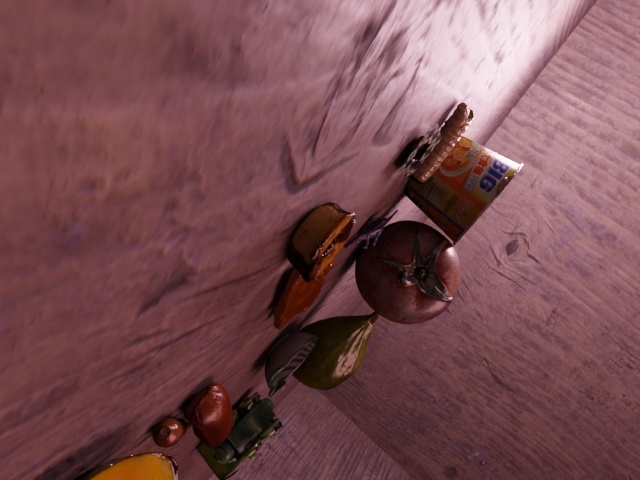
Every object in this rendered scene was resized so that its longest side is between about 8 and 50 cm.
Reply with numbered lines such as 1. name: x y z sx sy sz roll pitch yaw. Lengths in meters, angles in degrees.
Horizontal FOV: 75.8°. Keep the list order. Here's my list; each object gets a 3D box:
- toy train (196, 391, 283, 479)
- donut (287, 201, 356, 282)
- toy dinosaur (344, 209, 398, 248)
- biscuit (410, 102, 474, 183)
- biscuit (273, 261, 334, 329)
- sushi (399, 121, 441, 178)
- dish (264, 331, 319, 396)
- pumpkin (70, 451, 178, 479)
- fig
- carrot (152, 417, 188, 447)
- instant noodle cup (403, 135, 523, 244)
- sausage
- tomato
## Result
1. toy train: -0.252 0.611 1.306 0.188 0.159 0.272 -46 170 26
2. donut: 0.000 0.000 0.657 0.140 0.059 0.140 -47 166 -16
3. toy dinosaur: 0.132 -0.023 1.068 0.197 0.045 0.080 -33 157 -28
4. biscuit: 0.297 -0.234 1.017 0.061 0.055 0.219 -8 137 -56
5. biscuit: -0.039 0.100 0.843 0.183 0.043 0.280 -51 163 -14
6. sushi: 0.209 -0.198 0.891 0.120 0.026 0.126 -51 163 12
7. dish: -0.103 0.338 1.185 0.224 0.078 0.246 -23 149 -56
8. pumpkin: -0.333 0.368 0.495 0.312 0.148 0.169 -42 128 -63
9. fig: 0.057 0.362 1.336 0.314 0.233 0.233 -12 -179 21
10. carrot: -0.275 0.361 0.781 0.048 0.048 0.216 -45 170 -21
11. instant noodle cup: 0.392 -0.159 1.183 0.296 0.214 0.296 -47 166 -16
12. sausage: -0.228 0.376 0.873 0.089 0.083 0.300 -38 161 -29
13. tomato: 0.262 0.096 1.255 0.316 0.317 0.282 -49 -177 -6
